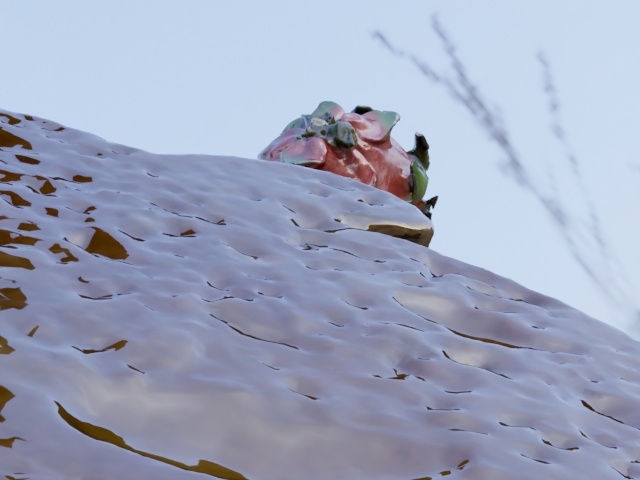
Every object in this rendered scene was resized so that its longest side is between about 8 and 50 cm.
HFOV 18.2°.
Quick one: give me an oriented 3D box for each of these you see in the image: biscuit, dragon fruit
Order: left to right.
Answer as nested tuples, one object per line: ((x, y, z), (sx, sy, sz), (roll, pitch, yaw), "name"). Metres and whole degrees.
((-0.062, 0.031, 0.527), (0.314, 0.367, 0.063), (-24, -49, -66), "biscuit")
((0.001, 0.003, 1.414), (0.137, 0.135, 0.236), (-57, -4, -48), "dragon fruit")
